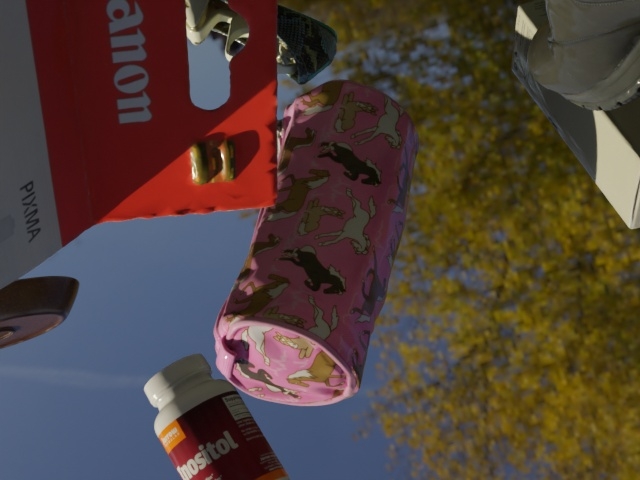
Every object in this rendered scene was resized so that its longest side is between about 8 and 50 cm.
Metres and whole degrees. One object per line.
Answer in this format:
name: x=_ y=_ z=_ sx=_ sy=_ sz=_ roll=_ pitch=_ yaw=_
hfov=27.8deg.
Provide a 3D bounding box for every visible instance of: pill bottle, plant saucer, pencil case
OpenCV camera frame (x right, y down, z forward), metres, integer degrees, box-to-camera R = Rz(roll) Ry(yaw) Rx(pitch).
pill bottle: x=-0.099 y=0.185 z=1.191 sx=0.086 sy=0.152 sz=0.086 roll=-31 pitch=164 yaw=-10
plant saucer: x=-0.279 y=0.070 z=1.073 sx=0.168 sy=0.029 sz=0.168 roll=-17 pitch=171 yaw=-3
pencil case: x=0.000 y=0.000 z=1.464 sx=0.167 sy=0.160 sz=0.386 roll=-9 pitch=-133 yaw=28

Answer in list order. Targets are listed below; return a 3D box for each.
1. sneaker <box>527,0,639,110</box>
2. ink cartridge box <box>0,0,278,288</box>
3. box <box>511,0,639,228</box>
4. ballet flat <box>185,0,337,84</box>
sneaker: x=0.184 y=-0.168 z=0.792 sx=0.109 sy=0.130 sz=0.286 roll=-68 pitch=-170 yaw=-17
ink cartridge box: x=-0.208 y=-0.087 z=0.783 sx=0.384 sy=0.308 sz=0.091 roll=-7 pitch=-137 yaw=-9
box: x=0.305 y=-0.143 z=1.332 sx=0.113 sy=0.094 sz=0.275 roll=-13 pitch=-133 yaw=-12
ballet flat: x=-0.078 y=-0.188 z=1.105 sx=0.188 sy=0.070 sz=0.070 roll=25 pitch=-146 yaw=14
